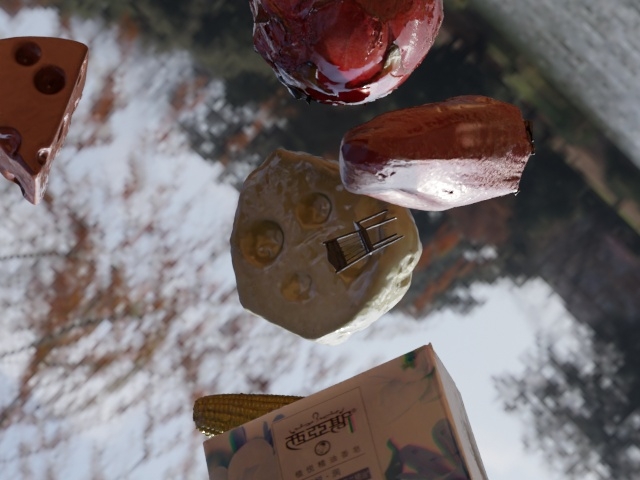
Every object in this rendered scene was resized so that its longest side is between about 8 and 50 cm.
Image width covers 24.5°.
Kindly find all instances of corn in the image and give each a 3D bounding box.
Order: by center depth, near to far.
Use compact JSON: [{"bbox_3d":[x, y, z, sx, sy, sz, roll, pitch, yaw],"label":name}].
[{"bbox_3d":[-0.063,0.253,2.064,0.231,0.080,0.080,3,-165,-2],"label":"corn"}]

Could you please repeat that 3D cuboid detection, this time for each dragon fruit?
[{"bbox_3d":[0.035,-0.353,2.140,0.295,0.302,0.295,2,-148,-2],"label":"dragon fruit"}]

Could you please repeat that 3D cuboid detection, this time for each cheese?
[{"bbox_3d":[-0.422,-0.178,1.954,0.177,0.203,0.128,19,161,-4],"label":"cheese"},{"bbox_3d":[0.000,0.000,2.339,0.115,0.318,0.326,9,-122,-61],"label":"cheese"}]

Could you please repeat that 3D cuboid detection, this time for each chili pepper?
[{"bbox_3d":[0.088,-0.087,1.468,0.144,0.136,0.252,30,-160,35],"label":"chili pepper"}]

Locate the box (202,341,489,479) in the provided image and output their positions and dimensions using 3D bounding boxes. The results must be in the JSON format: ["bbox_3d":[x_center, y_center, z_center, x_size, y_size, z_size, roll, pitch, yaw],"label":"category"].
[{"bbox_3d":[0.033,0.261,1.522,0.116,0.274,0.203,55,-165,-45],"label":"box"}]

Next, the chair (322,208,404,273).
[{"bbox_3d":[0.041,0.000,1.527,0.037,0.086,0.042,68,169,-12],"label":"chair"}]
